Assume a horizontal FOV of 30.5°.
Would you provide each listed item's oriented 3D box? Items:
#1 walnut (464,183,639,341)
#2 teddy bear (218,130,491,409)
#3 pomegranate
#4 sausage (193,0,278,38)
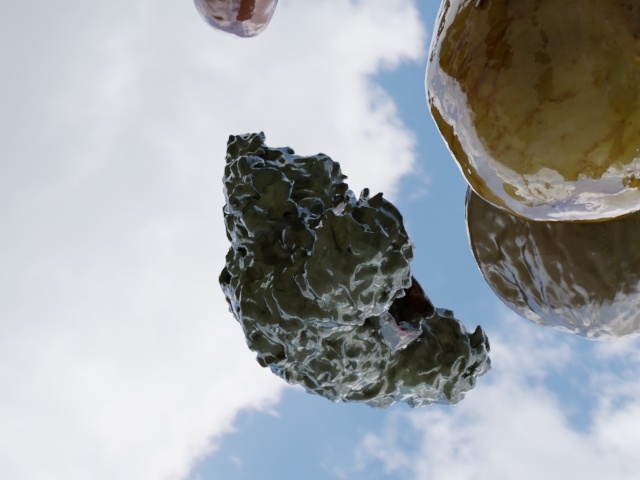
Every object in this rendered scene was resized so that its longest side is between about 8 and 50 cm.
[{"bbox_3d":[0.242,-0.016,1.063,0.228,0.228,0.228,-10,-111,26],"label":"walnut"},{"bbox_3d":[0.000,0.000,1.287,0.224,0.357,0.368,-29,-128,11],"label":"teddy bear"},{"bbox_3d":[0.189,-0.129,0.838,0.248,0.248,0.248,-10,-111,26],"label":"pomegranate"},{"bbox_3d":[-0.086,-0.339,1.324,0.113,0.259,0.114,8,-133,-9],"label":"sausage"}]
